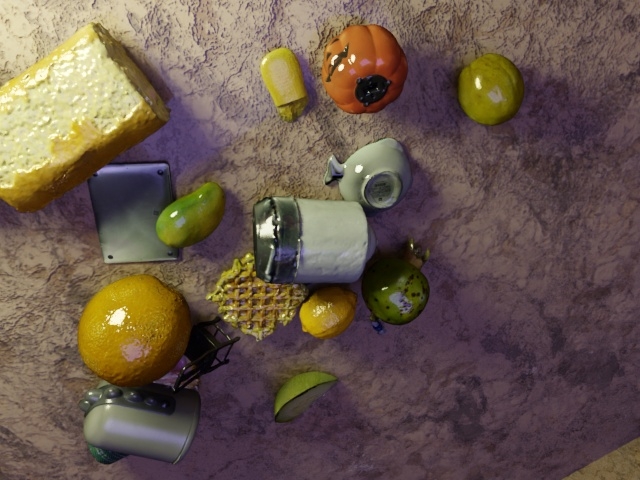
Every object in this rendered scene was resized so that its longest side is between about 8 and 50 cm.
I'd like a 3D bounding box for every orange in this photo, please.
[{"bbox_3d":[-0.455,0.221,1.249,0.274,0.274,0.275,-6,121,-10],"label":"orange"}]

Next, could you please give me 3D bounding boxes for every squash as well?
[{"bbox_3d":[-0.069,0.519,1.587,0.204,0.155,0.237,38,104,-27],"label":"squash"}]

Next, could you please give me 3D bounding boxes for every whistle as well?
[{"bbox_3d":[0.178,0.271,1.573,0.033,0.029,0.083,-23,131,19],"label":"whistle"}]

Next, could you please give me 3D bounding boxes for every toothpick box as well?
[{"bbox_3d":[-0.513,0.487,1.416,0.316,0.229,0.229,23,112,-24],"label":"toothpick box"}]

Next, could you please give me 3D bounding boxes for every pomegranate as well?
[{"bbox_3d":[0.209,0.112,1.409,0.198,0.198,0.246,6,83,-17],"label":"pomegranate"}]

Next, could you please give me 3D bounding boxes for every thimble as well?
[{"bbox_3d":[-0.625,0.598,1.513,0.090,0.118,0.135,-23,120,2],"label":"thimble"}]

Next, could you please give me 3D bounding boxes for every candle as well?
[{"bbox_3d":[0.000,0.000,1.256,0.342,0.221,0.222,1,120,-15],"label":"candle"}]

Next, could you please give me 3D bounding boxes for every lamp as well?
[{"bbox_3d":[0.093,-0.376,1.096,0.187,0.164,0.188,-9,147,-6],"label":"lamp"}]

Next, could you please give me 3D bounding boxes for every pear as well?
[{"bbox_3d":[0.400,-0.356,1.192,0.148,0.149,0.162,-32,104,6],"label":"pear"}]

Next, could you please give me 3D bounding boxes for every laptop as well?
[{"bbox_3d":[-0.452,-0.062,1.228,0.187,0.015,0.269,-3,121,-12],"label":"laptop"}]

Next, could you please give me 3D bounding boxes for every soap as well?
[{"bbox_3d":[-0.074,-0.348,1.142,0.089,0.033,0.169,-23,124,3],"label":"soap"}]

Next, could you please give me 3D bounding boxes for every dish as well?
[{"bbox_3d":[0.137,-0.147,1.286,0.245,0.078,0.224,6,119,-17],"label":"dish"}]

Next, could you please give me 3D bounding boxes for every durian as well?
[{"bbox_3d":[-0.437,0.362,1.416,0.182,0.132,0.165,-11,130,-10],"label":"durian"}]

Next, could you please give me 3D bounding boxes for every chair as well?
[{"bbox_3d":[-0.331,0.301,1.341,0.229,0.113,0.106,-14,135,-58],"label":"chair"}]

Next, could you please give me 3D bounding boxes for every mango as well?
[{"bbox_3d":[-0.307,-0.053,1.223,0.191,0.085,0.122,-30,125,-4],"label":"mango"}]

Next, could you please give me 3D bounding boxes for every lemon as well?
[{"bbox_3d":[0.026,0.202,1.428,0.187,0.142,0.142,-32,122,0],"label":"lemon"}]

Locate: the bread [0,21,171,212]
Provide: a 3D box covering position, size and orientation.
[{"bbox_3d":[-0.515,-0.238,1.020,0.375,0.165,0.237,-34,120,6],"label":"bread"}]

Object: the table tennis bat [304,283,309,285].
[{"bbox_3d":[-0.103,0.145,1.434,0.220,0.019,0.130,-24,122,3],"label":"table tennis bat"}]

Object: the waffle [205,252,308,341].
[{"bbox_3d":[-0.167,0.150,1.385,0.254,0.052,0.245,-44,114,12],"label":"waffle"}]
